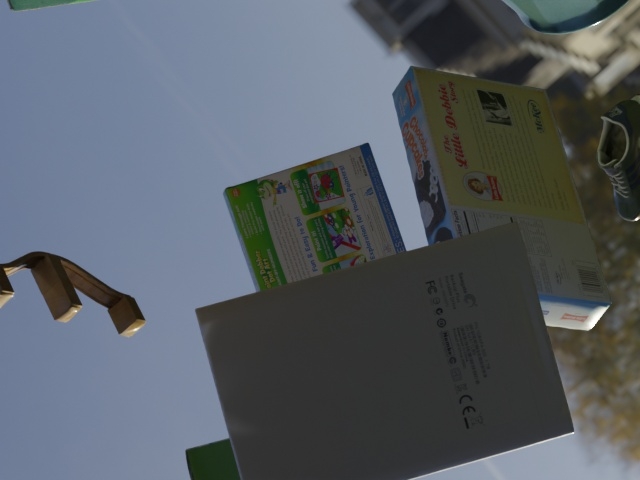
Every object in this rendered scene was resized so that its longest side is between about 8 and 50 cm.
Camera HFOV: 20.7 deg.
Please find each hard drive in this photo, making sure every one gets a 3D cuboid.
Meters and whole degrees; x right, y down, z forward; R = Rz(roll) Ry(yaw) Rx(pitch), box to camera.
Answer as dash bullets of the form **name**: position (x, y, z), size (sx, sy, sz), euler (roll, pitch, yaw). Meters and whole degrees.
- **hard drive**: position (0.061, 0.125, 1.670), size (0.040, 0.318, 0.210), euler (155, 100, -85)

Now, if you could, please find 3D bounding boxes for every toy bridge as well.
- **toy bridge**: position (-0.229, 0.040, 1.510), size (0.188, 0.026, 0.063), euler (18, -144, -53)

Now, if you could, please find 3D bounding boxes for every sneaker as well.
- **sneaker**: position (0.427, -0.111, 2.510), size (0.086, 0.192, 0.064), euler (-20, -148, -34)

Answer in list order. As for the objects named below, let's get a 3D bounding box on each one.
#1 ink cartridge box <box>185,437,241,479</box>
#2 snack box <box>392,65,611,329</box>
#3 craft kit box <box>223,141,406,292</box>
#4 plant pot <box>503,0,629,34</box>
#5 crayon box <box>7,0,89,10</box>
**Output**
- **ink cartridge box**: position (-0.045, 0.261, 2.031), size (0.109, 0.209, 0.062), euler (84, 170, -63)
- **snack box**: position (0.202, -0.052, 1.994), size (0.187, 0.060, 0.322), euler (8, -130, -24)
- **craft kit box**: position (0.000, 0.000, 2.778), size (0.061, 0.246, 0.250), euler (146, 106, -77)
- **plant pot**: position (0.283, -0.407, 2.202), size (0.255, 0.271, 0.272), euler (54, -169, -39)
- **crayon box**: position (-0.217, -0.395, 2.045), size (0.083, 0.322, 0.203), euler (93, 169, -72)
